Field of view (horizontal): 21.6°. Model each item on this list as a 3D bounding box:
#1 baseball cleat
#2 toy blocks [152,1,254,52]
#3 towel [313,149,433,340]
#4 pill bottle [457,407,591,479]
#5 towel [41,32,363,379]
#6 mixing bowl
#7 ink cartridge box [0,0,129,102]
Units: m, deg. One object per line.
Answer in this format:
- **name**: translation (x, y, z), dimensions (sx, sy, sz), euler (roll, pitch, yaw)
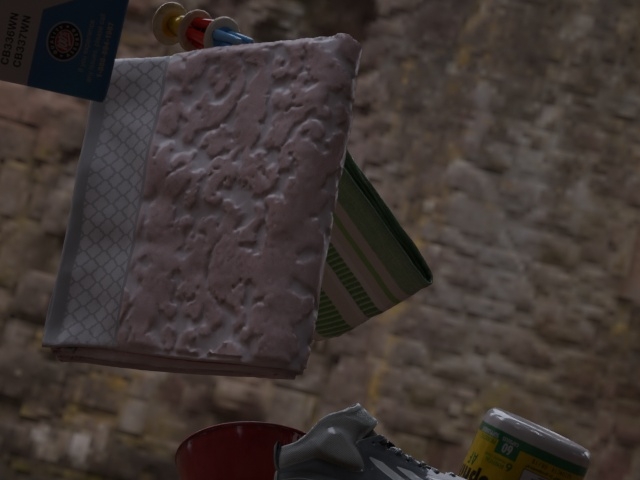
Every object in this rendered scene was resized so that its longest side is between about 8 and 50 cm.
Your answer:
- **baseball cleat**: translation (0.062, 0.186, 1.369), dimensions (0.206, 0.109, 0.072), euler (2, -16, -22)
- **toy blocks**: translation (-0.138, -0.271, 1.943), dimensions (0.054, 0.123, 0.148), euler (-30, 34, -33)
- **towel**: translation (0.000, 0.000, 2.203), dimensions (0.248, 0.038, 0.325), euler (56, -33, 1)
- **pill bottle**: translation (0.178, 0.282, 1.673), dimensions (0.118, 0.208, 0.117), euler (25, 0, 0)
- **towel**: translation (-0.120, -0.035, 1.629), dimensions (0.317, 0.331, 0.053), euler (0, -17, 34)
- **mixing bowl**: translation (-0.074, 0.288, 1.858), dimensions (0.181, 0.098, 0.181), euler (0, -38, 0)
- **ink cartridge box**: translation (-0.274, -0.254, 1.274), dimensions (0.270, 0.198, 0.197), euler (11, 25, -12)
